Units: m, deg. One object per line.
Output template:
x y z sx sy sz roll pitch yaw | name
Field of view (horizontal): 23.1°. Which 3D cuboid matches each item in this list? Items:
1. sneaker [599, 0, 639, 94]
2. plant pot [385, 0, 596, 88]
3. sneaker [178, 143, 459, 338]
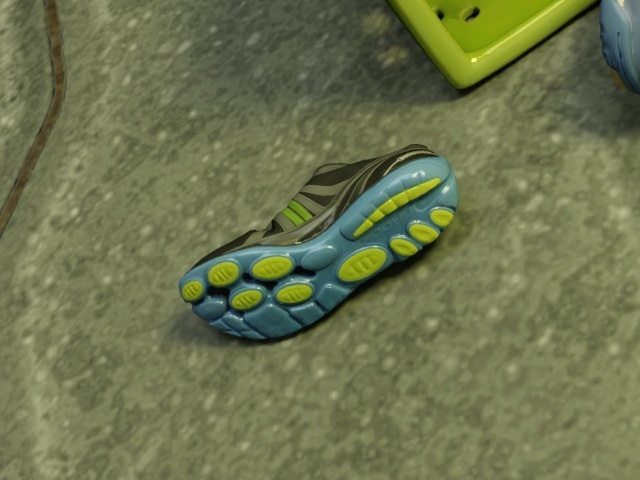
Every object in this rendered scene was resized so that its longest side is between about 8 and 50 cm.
0.282 -0.198 0.915 0.131 0.112 0.296 26 72 43 | sneaker
0.092 -0.276 1.029 0.228 0.227 0.207 -37 37 2 | plant pot
0.000 0.000 0.975 0.188 0.067 0.078 -29 23 11 | sneaker
